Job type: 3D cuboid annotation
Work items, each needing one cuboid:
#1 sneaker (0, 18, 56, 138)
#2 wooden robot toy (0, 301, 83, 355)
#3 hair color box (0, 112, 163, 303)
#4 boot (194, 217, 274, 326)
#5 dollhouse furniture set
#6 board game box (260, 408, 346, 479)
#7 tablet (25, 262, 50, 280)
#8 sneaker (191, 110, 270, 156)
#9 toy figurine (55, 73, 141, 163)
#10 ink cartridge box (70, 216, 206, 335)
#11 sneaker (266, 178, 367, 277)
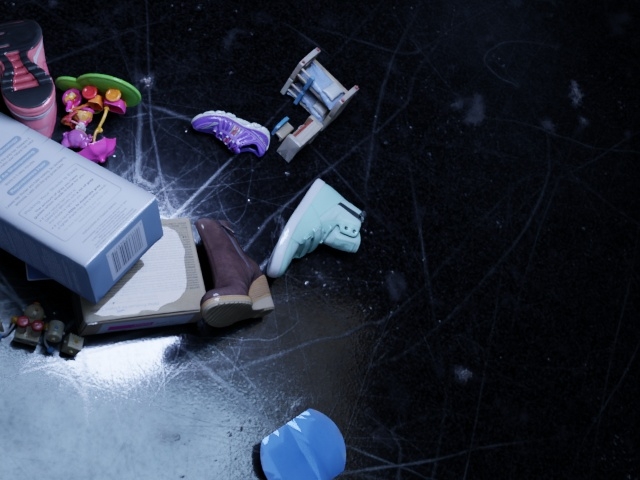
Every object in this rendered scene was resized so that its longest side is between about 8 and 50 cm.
[{"bbox_3d":[-0.575,-0.305,1.875,0.116,0.136,0.314,-12,49,-14],"label":"sneaker"},{"bbox_3d":[-0.501,0.142,1.726,0.173,0.076,0.079,17,51,-16],"label":"wooden robot toy"},{"bbox_3d":[-0.483,-0.063,1.713,0.374,0.113,0.185,28,56,20],"label":"hair color box"},{"bbox_3d":[-0.193,0.054,1.831,0.207,0.090,0.248,59,18,14],"label":"boot"},{"bbox_3d":[-0.036,-0.290,2.077,0.129,0.129,0.183,44,58,0],"label":"dollhouse furniture set"},{"bbox_3d":[-0.035,0.403,1.826,0.169,0.033,0.133,-30,86,-25],"label":"board game box"},{"bbox_3d":[-0.502,0.046,1.802,0.083,0.006,0.054,-3,69,-25],"label":"tablet"},{"bbox_3d":[-0.186,-0.219,2.021,0.170,0.068,0.071,15,68,-17],"label":"sneaker"},{"bbox_3d":[-0.452,-0.227,1.897,0.173,0.130,0.159,9,72,5],"label":"toy figurine"},{"bbox_3d":[-0.344,0.065,1.811,0.235,0.088,0.193,-4,71,-27],"label":"ink cartridge box"},{"bbox_3d":[0.000,-0.001,1.979,0.151,0.094,0.256,32,57,0],"label":"sneaker"}]
